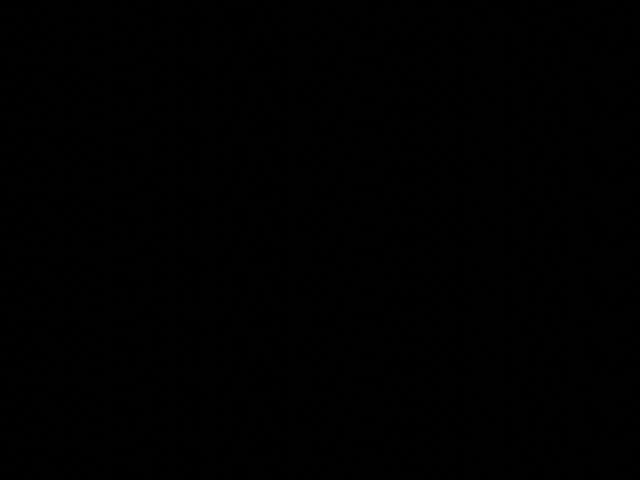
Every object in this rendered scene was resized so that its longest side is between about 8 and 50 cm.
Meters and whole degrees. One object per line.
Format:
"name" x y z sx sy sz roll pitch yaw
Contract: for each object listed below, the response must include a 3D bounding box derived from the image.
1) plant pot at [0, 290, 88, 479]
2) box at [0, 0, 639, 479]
"plant pot" -0.175 0.149 0.311 0.237 0.237 0.254 83 3 -58
"box" 0.000 0.000 0.234 0.480 0.297 0.472 51 21 -6
